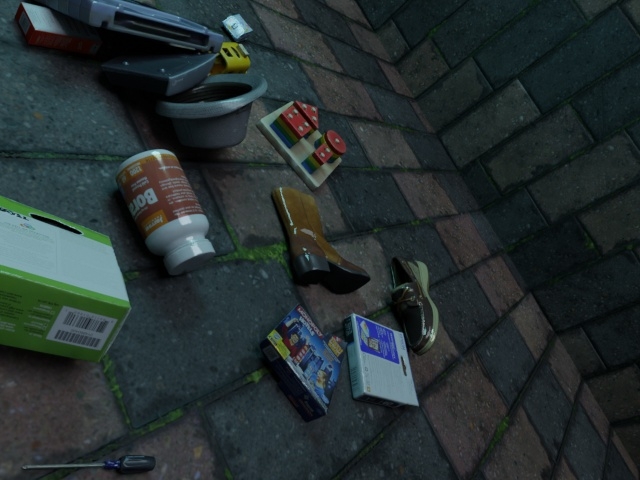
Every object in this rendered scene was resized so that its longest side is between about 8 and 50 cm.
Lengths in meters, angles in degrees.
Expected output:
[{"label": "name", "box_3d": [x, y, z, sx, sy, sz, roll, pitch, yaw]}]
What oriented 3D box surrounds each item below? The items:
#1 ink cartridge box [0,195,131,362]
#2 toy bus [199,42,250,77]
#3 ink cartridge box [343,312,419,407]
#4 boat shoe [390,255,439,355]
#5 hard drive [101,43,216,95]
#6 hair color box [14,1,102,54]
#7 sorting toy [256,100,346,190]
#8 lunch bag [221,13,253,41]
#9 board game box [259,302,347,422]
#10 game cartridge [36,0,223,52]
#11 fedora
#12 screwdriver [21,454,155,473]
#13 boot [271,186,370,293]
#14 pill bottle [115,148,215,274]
[{"label": "ink cartridge box", "box_3d": [-0.401, 0.047, 0.682, 0.189, 0.097, 0.255, 26, 8, -36]}, {"label": "toy bus", "box_3d": [-0.254, -0.510, 1.335, 0.191, 0.104, 0.202, 23, 45, -40]}, {"label": "ink cartridge box", "box_3d": [0.151, 0.308, 1.181, 0.208, 0.045, 0.206, 26, 43, -36]}, {"label": "boat shoe", "box_3d": [0.258, 0.177, 1.382, 0.123, 0.123, 0.342, 25, 42, -18]}, {"label": "hard drive", "box_3d": [-0.357, -0.395, 1.073, 0.172, 0.054, 0.255, 12, 33, 5]}, {"label": "hair color box", "box_3d": [-0.535, -0.432, 0.964, 0.141, 0.043, 0.072, -17, 74, -55]}, {"label": "sorting toy", "box_3d": [-0.036, -0.320, 1.459, 0.257, 0.089, 0.255, 49, 33, -9]}, {"label": "lunch bag", "box_3d": [-0.272, -0.688, 1.518, 0.071, 0.053, 0.083, 50, 42, -6]}, {"label": "board game box", "box_3d": [-0.025, 0.243, 1.002, 0.194, 0.060, 0.194, 54, 32, -2]}, {"label": "game cartridge", "box_3d": [-0.425, -0.510, 1.064, 0.230, 0.068, 0.355, 34, 26, 22]}, {"label": "fedora", "box_3d": [-0.244, -0.292, 1.090, 0.275, 0.243, 0.124, -63, 154, -54]}, {"label": "screwdriver", "box_3d": [-0.307, 0.302, 0.634, 0.170, 0.024, 0.025, 20, 16, -32]}, {"label": "boot", "box_3d": [0.000, 0.000, 1.256, 0.264, 0.096, 0.280, 11, 45, -38]}, {"label": "pill bottle", "box_3d": [-0.284, -0.050, 0.874, 0.121, 0.121, 0.216, -14, 72, -55]}]
